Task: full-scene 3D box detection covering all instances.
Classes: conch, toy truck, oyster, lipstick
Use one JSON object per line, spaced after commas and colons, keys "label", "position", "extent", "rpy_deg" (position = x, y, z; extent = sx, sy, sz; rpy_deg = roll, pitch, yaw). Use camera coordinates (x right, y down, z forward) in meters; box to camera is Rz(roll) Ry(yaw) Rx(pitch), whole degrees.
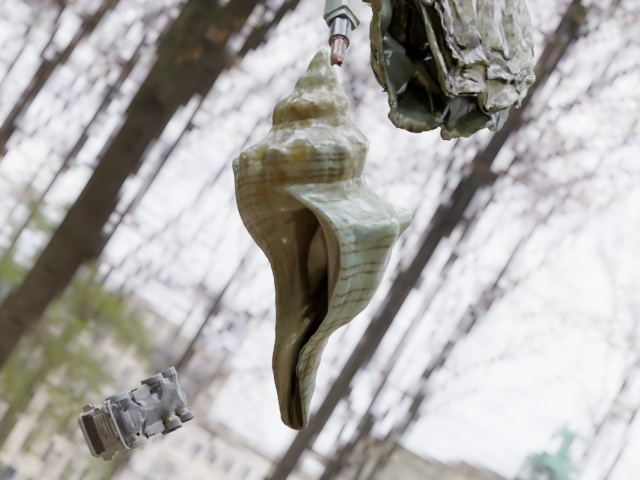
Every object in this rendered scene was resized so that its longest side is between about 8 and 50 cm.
{"label": "conch", "position": [0.012, -0.004, 2.027], "extent": [0.203, 0.169, 0.386], "rpy_deg": [0, -77, 65]}
{"label": "toy truck", "position": [-0.161, 0.152, 1.699], "extent": [0.123, 0.063, 0.052], "rpy_deg": [-22, 90, -60]}
{"label": "oyster", "position": [0.096, -0.177, 1.508], "extent": [0.112, 0.198, 0.267], "rpy_deg": [-11, 7, 21]}
{"label": "lipstick", "position": [0.017, -0.181, 1.661], "extent": [0.025, 0.107, 0.025], "rpy_deg": [-26, -56, 24]}

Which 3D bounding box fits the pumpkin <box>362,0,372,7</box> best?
{"label": "pumpkin", "position": [0.133, -0.319, 2.349], "extent": [0.130, 0.254, 0.149], "rpy_deg": [33, -28, 38]}
